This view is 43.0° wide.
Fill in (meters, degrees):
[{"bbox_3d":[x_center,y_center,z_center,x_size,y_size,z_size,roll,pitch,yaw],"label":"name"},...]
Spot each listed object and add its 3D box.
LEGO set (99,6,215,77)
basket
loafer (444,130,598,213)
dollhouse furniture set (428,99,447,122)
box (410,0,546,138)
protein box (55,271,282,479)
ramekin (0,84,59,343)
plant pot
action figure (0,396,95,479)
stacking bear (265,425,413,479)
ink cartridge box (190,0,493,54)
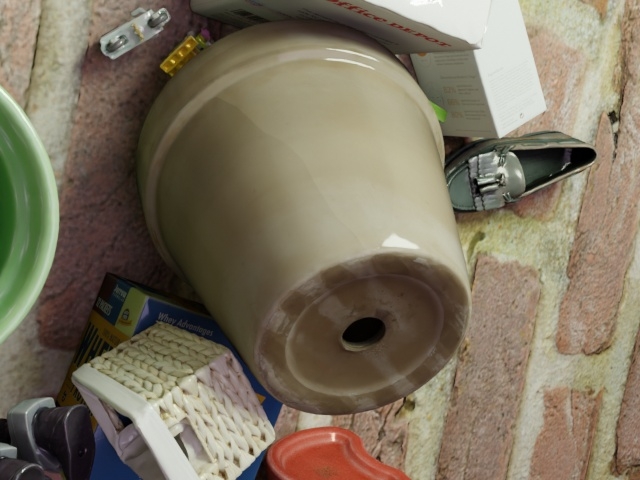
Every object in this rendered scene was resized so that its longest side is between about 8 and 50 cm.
[{"bbox_3d":[-0.123,-0.129,0.906,0.132,0.107,0.287,-18,116,8],"label":"LEGO set"},{"bbox_3d":[-0.131,0.151,0.725,0.103,0.167,0.113,-35,113,-26],"label":"basket"},{"bbox_3d":[0.276,-0.102,1.143,0.267,0.084,0.096,-20,108,-28],"label":"loafer"},{"bbox_3d":[0.111,-0.104,1.056,0.076,0.058,0.152,25,84,-32],"label":"dollhouse furniture set"},{"bbox_3d":[0.195,-0.228,1.045,0.091,0.130,0.171,-30,113,-23],"label":"box"},{"bbox_3d":[-0.161,0.169,0.886,0.199,0.136,0.201,23,86,-32],"label":"protein box"},{"bbox_3d":[-0.396,-0.025,0.697,0.303,0.148,0.304,-5,99,-32],"label":"ramekin"},{"bbox_3d":[0.000,0.000,0.766,0.323,0.280,0.323,-10,130,-12],"label":"plant pot"},{"bbox_3d":[-0.343,0.173,0.708,0.185,0.284,0.099,-27,124,-61],"label":"action figure"},{"bbox_3d":[-0.013,0.406,1.014,0.164,0.175,0.289,2,104,-34],"label":"stacking bear"},{"bbox_3d":[0.018,-0.273,0.840,0.201,0.278,0.117,11,93,-33],"label":"ink cartridge box"}]
